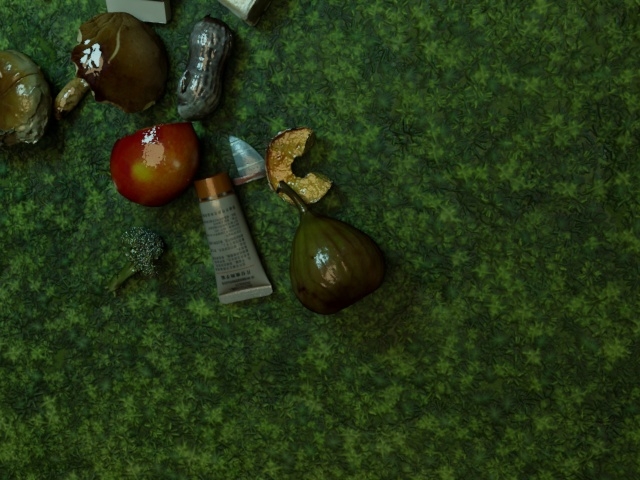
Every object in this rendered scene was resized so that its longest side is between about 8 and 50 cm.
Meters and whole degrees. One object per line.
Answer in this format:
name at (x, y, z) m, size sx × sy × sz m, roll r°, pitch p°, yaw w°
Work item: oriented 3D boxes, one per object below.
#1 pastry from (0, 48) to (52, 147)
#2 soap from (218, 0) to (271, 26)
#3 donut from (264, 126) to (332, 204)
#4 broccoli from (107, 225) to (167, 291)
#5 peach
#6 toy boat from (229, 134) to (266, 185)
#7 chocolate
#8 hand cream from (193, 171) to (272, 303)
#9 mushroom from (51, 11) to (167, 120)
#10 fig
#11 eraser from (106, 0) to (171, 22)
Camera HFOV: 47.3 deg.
pastry at (-0.764, -0.343, 1.765) m, size 0.257 × 0.121 × 0.235 m, roll -2°, pitch 98°, yaw 29°
soap at (-0.217, -0.639, 1.654) m, size 0.274 × 0.089 × 0.173 m, roll 38°, pitch 102°, yaw 6°
donut at (-0.056, -0.170, 1.688) m, size 0.146 × 0.078 × 0.181 m, roll -20°, pitch 99°, yaw 14°
broccoli at (-0.464, 0.056, 1.790) m, size 0.122 × 0.118 × 0.204 m, roll 34°, pitch 117°, yaw -16°
peach at (-0.381, -0.196, 1.693) m, size 0.190 × 0.196 × 0.226 m, roll 17°, pitch 114°, yaw -33°
toy boat at (-0.179, -0.199, 1.729) m, size 0.096 × 0.034 × 0.122 m, roll -16°, pitch 92°, yaw 7°
chocolate at (-0.266, -0.394, 1.688) m, size 0.110 × 0.110 × 0.248 m, roll 20°, pitch 100°, yaw 8°
hand cream at (-0.212, -0.004, 1.734) m, size 0.140 × 0.089 × 0.314 m, roll -10°, pitch 99°, yaw 14°
mushroom at (-0.522, -0.413, 1.707) m, size 0.302 × 0.208 × 0.233 m, roll 4°, pitch 70°, yaw 17°
fig at (0.000, 0.000, 1.627) m, size 0.217 × 0.217 × 0.320 m, roll -28°, pitch 91°, yaw 13°
eraser at (-0.428, -0.620, 1.668) m, size 0.157 × 0.038 × 0.230 m, roll 10°, pitch 128°, yaw 14°
